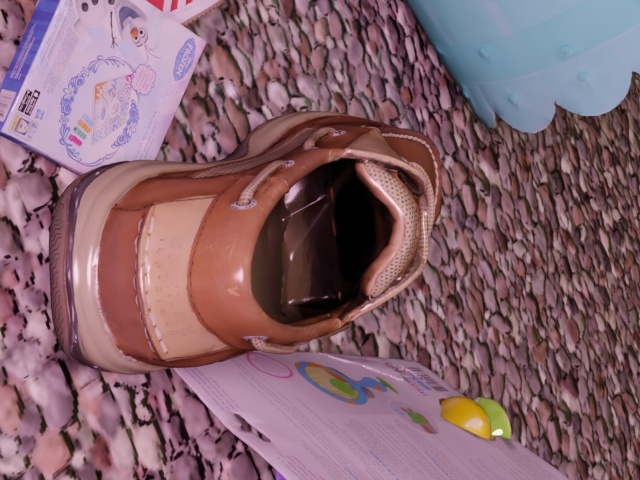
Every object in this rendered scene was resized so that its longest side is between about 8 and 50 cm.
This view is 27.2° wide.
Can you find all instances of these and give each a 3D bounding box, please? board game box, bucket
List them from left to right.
[{"bbox_3d":[-0.106,-0.077,0.636,0.090,0.020,0.090,30,80,-47],"label":"board game box"},{"bbox_3d":[0.171,-0.233,0.935,0.183,0.281,0.281,50,40,-26],"label":"bucket"}]

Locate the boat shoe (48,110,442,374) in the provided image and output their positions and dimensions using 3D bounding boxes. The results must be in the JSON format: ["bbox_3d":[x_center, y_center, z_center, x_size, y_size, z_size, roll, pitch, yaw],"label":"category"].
[{"bbox_3d":[0.000,0.000,0.687,0.324,0.120,0.122,-26,112,-58],"label":"boat shoe"}]

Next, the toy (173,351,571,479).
[{"bbox_3d":[0.025,0.117,0.727,0.237,0.137,0.056,4,117,-50],"label":"toy"}]

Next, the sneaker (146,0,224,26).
[{"bbox_3d":[-0.092,-0.142,0.697,0.118,0.042,0.067,-47,120,-51],"label":"sneaker"}]
